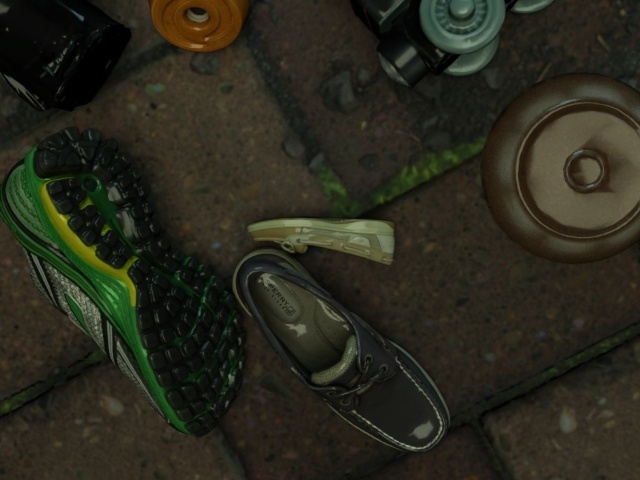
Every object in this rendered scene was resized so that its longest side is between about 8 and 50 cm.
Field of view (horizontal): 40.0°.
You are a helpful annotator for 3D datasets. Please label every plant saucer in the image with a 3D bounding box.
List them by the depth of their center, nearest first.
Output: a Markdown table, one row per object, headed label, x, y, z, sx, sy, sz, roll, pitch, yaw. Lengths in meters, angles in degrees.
| label | x | y | z | sx | sy | sz | roll | pitch | yaw |
| --- | --- | --- | --- | --- | --- | --- | --- | --- | --- |
| plant saucer | 0.265 | -0.072 | 0.893 | 0.199 | 0.036 | 0.198 | 0 | 96 | 3 |

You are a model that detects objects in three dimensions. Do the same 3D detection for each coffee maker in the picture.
| label | x | y | z | sx | sy | sz | roll | pitch | yaw |
| --- | --- | --- | --- | --- | --- | --- | --- | --- | --- |
| coffee maker | -0.286 | -0.218 | 0.829 | 0.178 | 0.171 | 0.120 | 34 | 77 | -4 |

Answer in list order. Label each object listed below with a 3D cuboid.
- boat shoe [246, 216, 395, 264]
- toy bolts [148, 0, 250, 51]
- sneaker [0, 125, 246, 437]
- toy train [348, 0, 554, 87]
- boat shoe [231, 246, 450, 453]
| label | x | y | z | sx | sy | sz | roll | pitch | yaw |
| --- | --- | --- | --- | --- | --- | --- | --- | --- | --- |
| boat shoe | 0.000 | 0.000 | 0.905 | 0.153 | 0.056 | 0.048 | 1 | 93 | -5 |
| toy bolts | -0.158 | -0.316 | 0.845 | 0.229 | 0.218 | 0.158 | 6 | 56 | -5 |
| sneaker | -0.199 | 0.053 | 0.902 | 0.146 | 0.134 | 0.343 | -19 | 106 | 41 |
| toy train | 0.156 | -0.302 | 0.823 | 0.334 | 0.142 | 0.190 | -43 | 84 | 7 |
| boat shoe | 0.019 | 0.122 | 0.899 | 0.103 | 0.092 | 0.285 | -44 | 94 | 7 |
